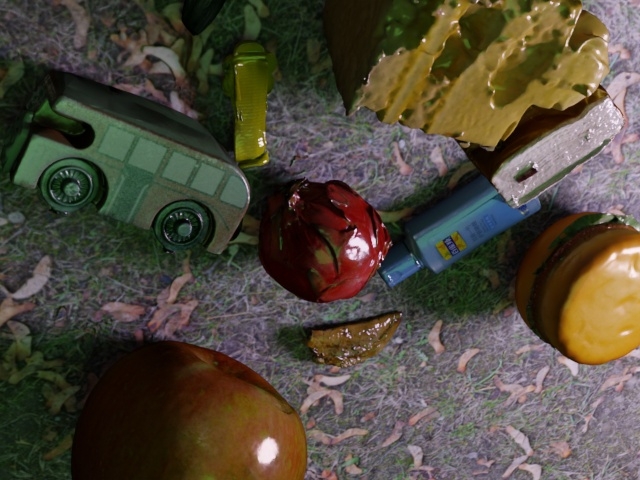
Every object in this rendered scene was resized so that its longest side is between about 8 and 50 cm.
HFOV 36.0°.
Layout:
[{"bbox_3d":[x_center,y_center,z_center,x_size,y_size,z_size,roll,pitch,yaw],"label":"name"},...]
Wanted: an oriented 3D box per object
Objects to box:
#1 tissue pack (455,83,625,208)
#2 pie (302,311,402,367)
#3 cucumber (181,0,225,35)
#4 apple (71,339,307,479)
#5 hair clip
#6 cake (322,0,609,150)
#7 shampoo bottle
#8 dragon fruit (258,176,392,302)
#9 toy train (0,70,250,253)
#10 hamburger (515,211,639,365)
[{"bbox_3d":[0.259,-0.169,1.280,0.183,0.226,0.092,-39,130,10],"label":"tissue pack"},{"bbox_3d":[0.048,0.160,1.559,0.170,0.034,0.092,-7,123,-22],"label":"pie"},{"bbox_3d":[-0.136,-0.293,1.176,0.048,0.048,0.105,20,117,-29],"label":"cucumber"},{"bbox_3d":[-0.192,0.312,1.399,0.339,0.339,0.340,-9,126,-13],"label":"apple"},{"bbox_3d":[-0.089,-0.179,1.268,0.072,0.046,0.173,-13,128,-14],"label":"hair clip"},{"bbox_3d":[0.178,-0.256,1.164,0.286,0.227,0.222,10,135,-22],"label":"cake"},{"bbox_3d":[0.197,-0.017,1.469,0.258,0.061,0.104,-33,126,5],"label":"shampoo bottle"},{"bbox_3d":[0.000,0.000,1.351,0.209,0.172,0.172,28,111,-41],"label":"dragon fruit"},{"bbox_3d":[-0.229,-0.091,1.233,0.326,0.129,0.159,21,108,-29],"label":"toy train"},{"bbox_3d":[0.414,0.062,1.531,0.246,0.170,0.246,-12,119,-24],"label":"hamburger"}]
